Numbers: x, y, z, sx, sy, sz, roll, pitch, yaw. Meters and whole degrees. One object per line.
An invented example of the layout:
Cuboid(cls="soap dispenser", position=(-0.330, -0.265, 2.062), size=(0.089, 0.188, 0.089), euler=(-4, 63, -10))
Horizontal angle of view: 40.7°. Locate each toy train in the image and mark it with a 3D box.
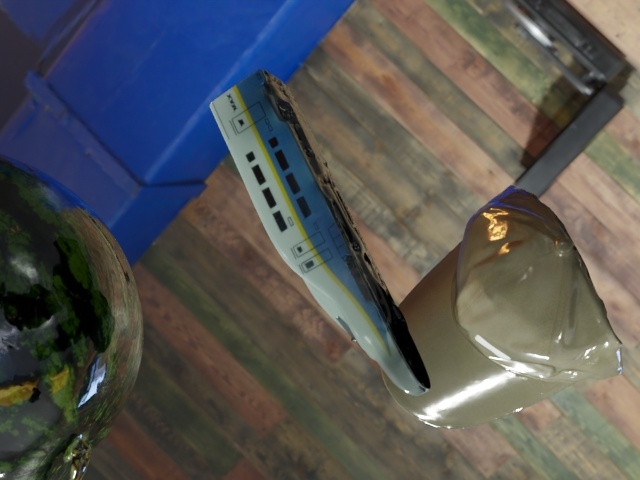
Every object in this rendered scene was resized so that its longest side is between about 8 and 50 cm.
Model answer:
Cuboid(cls="toy train", position=(0.000, 0.000, 0.563), size=(0.233, 0.051, 0.052), euler=(65, -164, 15))

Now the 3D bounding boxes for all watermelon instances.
Cuboid(cls="watermelon", position=(-0.249, 0.063, 0.587), size=(0.269, 0.269, 0.269), euler=(38, -162, -15))

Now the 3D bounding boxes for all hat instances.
Cuboid(cls="hat", position=(0.114, 0.060, 0.649), size=(0.166, 0.173, 0.144), euler=(61, -175, 26))
